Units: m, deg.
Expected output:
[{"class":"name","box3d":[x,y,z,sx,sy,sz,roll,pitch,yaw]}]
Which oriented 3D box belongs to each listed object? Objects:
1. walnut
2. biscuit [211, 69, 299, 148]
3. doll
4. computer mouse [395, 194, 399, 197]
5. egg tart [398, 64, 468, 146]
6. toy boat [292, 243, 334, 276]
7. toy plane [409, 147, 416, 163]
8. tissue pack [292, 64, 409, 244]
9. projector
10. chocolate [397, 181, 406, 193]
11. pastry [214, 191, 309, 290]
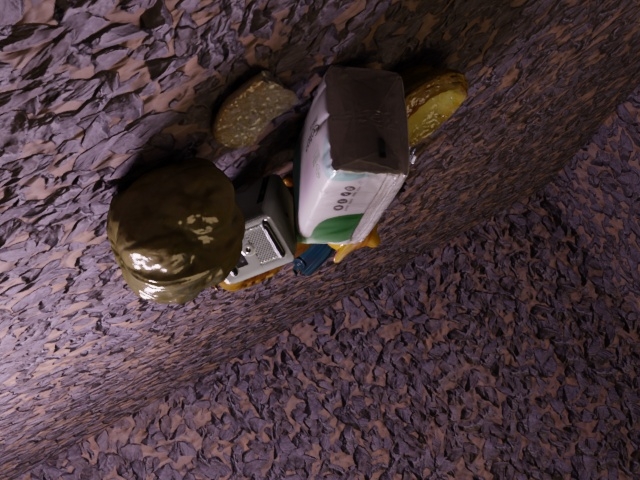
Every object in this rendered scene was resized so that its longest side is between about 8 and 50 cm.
[{"class":"walnut","box3d":[-0.291,-0.019,1.684,0.277,0.282,0.253,-35,-153,-22]},{"class":"biscuit","box3d":[-0.129,-0.258,1.640,0.188,0.040,0.265,-25,166,-23]},{"class":"doll","box3d":[0.038,-0.098,2.062,0.167,0.269,0.162,-24,160,-16]},{"class":"computer mouse","box3d":[0.168,-0.130,2.652,0.232,0.057,0.120,-18,161,-50]},{"class":"egg tart","box3d":[0.220,-0.326,1.978,0.294,0.123,0.294,-33,166,-10]},{"class":"toy boat","box3d":[0.001,-0.001,2.628,0.122,0.114,0.296,-47,179,-43]},{"class":"toy plane","box3d":[0.202,-0.246,2.296,0.160,0.082,0.234,2,154,-16]},{"class":"tissue pack","box3d":[0.053,-0.172,1.809,0.194,0.266,0.356,4,154,-12]},{"class":"projector","box3d":[-0.152,-0.034,1.938,0.177,0.163,0.242,-20,-152,17]},{"class":"chocolate","box3d":[0.092,-0.123,2.430,0.321,0.111,0.112,-24,172,-28]},{"class":"pastry","box3d":[-0.154,0.005,2.232,0.356,0.163,0.356,-32,165,-10]}]
